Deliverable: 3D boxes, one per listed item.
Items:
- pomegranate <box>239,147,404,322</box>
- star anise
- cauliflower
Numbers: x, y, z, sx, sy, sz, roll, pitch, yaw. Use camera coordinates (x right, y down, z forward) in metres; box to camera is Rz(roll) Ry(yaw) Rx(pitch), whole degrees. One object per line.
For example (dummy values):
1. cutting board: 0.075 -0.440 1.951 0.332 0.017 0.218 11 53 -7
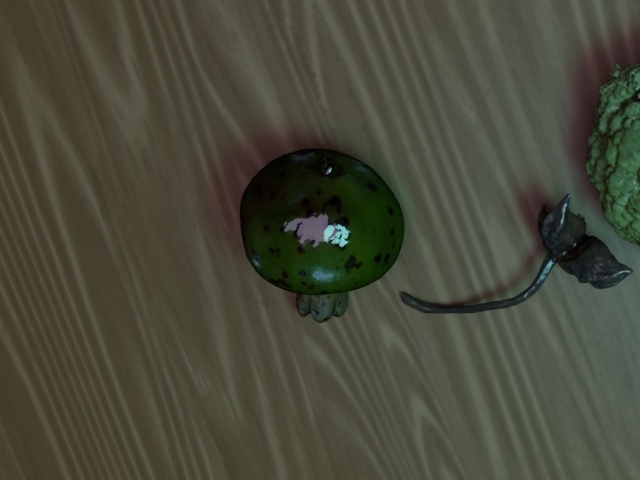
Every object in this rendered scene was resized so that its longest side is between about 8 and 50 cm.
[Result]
1. pomegranate: 0.000 0.000 1.398 0.202 0.202 0.248 11 128 10
2. star anise: 0.228 0.044 1.375 0.227 0.148 0.218 -46 45 3
3. cauliflower: 0.444 -0.089 1.296 0.250 0.275 0.272 -33 58 -21
